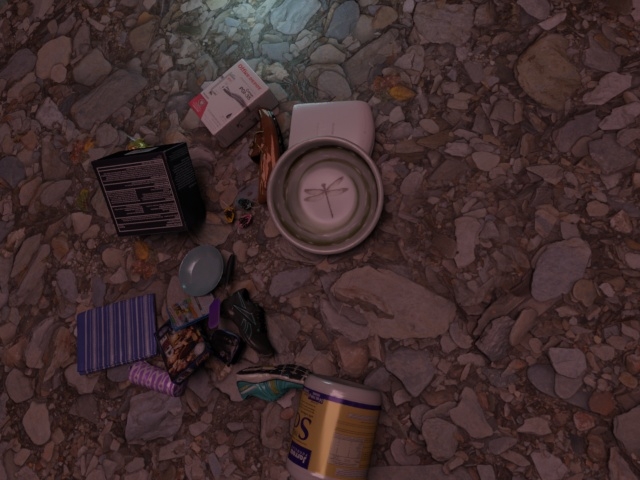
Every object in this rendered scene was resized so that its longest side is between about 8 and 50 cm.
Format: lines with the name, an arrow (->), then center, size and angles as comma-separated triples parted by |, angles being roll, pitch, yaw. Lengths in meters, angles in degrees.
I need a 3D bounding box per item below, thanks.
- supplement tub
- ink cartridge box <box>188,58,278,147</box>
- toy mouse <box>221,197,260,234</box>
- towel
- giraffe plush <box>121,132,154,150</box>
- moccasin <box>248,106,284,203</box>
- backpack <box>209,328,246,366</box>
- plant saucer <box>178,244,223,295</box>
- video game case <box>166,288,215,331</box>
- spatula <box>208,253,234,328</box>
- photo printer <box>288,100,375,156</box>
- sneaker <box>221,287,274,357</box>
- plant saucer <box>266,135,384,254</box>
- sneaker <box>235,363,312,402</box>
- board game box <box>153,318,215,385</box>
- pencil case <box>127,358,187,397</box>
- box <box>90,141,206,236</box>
supplement tub -> 0.035, 0.579, 1.337 | 0.241, 0.241, 0.331 | 10, 77, 17
ink cartridge box -> -0.342, -0.544, 1.815 | 0.283, 0.117, 0.207 | -40, 69, 2
toy mouse -> -0.288, -0.102, 1.724 | 0.143, 0.031, 0.160 | -20, 71, 9
towel -> -0.766, 0.353, 1.729 | 0.336, 0.040, 0.243 | -15, 70, 8
giraffe plush -> -0.734, -0.307, 1.844 | 0.210, 0.181, 0.170 | 31, 106, 10
moccasin -> -0.206, -0.318, 1.717 | 0.147, 0.139, 0.379 | -8, 82, 4
backpack -> -0.321, 0.362, 1.575 | 0.114, 0.084, 0.104 | 22, 83, 23
plant saucer -> -0.432, 0.114, 1.692 | 0.195, 0.037, 0.194 | -8, 70, 21
video game case -> -0.451, 0.243, 1.624 | 0.166, 0.015, 0.119 | -23, 43, -17
spatula -> -0.344, 0.170, 1.615 | 0.084, 0.030, 0.296 | -36, 33, 43
photo printer -> 0.043, -0.379, 1.672 | 0.308, 0.107, 0.255 | 2, 75, 16
sneaker -> -0.234, 0.278, 1.569 | 0.106, 0.101, 0.267 | -41, 69, -1
plant saucer -> 0.020, -0.153, 1.582 | 0.401, 0.100, 0.399 | 1, 96, 11
sneaker -> -0.145, 0.471, 1.508 | 0.276, 0.107, 0.109 | -6, 93, 18
board game box -> -0.478, 0.355, 1.595 | 0.165, 0.042, 0.243 | -44, 46, 0
pencil case -> -0.571, 0.483, 1.614 | 0.206, 0.086, 0.088 | 13, 55, 16
box -> -0.621, -0.186, 1.691 | 0.297, 0.182, 0.293 | -4, 112, 14
